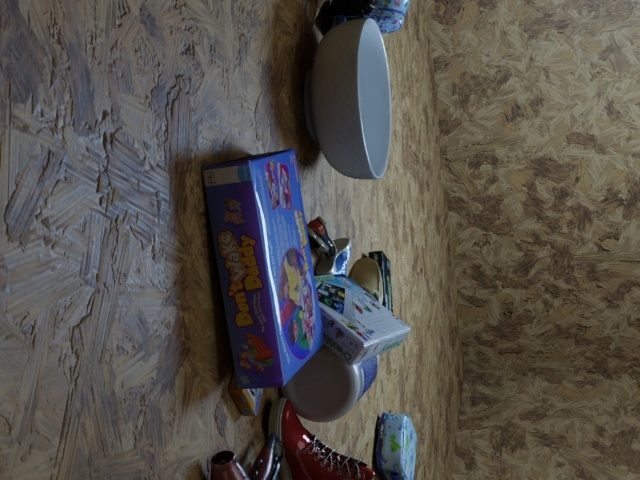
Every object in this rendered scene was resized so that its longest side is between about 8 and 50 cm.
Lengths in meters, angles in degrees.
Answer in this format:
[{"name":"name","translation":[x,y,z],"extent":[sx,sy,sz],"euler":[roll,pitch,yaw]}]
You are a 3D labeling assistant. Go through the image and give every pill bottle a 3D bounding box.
[{"name":"pill bottle","translation":[0.029,0.251,1.747],"extent":[0.265,0.153,0.153],"euler":[-16,105,-73]}]

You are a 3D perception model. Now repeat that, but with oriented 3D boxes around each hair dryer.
[{"name":"hair dryer","translation":[-0.116,0.399,1.405],"extent":[0.293,0.080,0.223],"euler":[65,15,-61]}]

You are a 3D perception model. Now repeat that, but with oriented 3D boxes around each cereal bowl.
[{"name":"cereal bowl","translation":[0.053,-0.295,1.879],"extent":[0.339,0.141,0.338],"euler":[0,90,-75]}]

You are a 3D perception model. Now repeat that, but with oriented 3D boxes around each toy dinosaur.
[{"name":"toy dinosaur","translation":[0.010,-0.533,1.882],"extent":[0.211,0.064,0.112],"euler":[-70,156,-51]}]

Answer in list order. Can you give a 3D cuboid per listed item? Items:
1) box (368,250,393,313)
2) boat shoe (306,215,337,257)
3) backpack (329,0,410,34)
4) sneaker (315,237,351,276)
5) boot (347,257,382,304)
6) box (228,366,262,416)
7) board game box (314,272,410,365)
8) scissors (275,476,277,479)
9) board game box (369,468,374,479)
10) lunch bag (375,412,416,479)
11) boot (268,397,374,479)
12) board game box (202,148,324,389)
[{"name":"box","translation":[0.165,0.135,2.397],"extent":[0.184,0.045,0.190],"euler":[53,33,-76]},{"name":"boat shoe","translation":[0.000,0.000,1.864],"extent":[0.043,0.049,0.137],"euler":[-40,149,-12]},{"name":"backpack","translation":[0.110,-0.501,1.986],"extent":[0.158,0.174,0.116],"euler":[140,-47,-83]},{"name":"sneaker","translation":[0.036,0.063,1.951],"extent":[0.152,0.058,0.084],"euler":[-62,142,-52]},{"name":"boot","translation":[0.096,0.131,2.032],"extent":[0.203,0.095,0.261],"euler":[92,10,-65]},{"name":"box","translation":[-0.114,0.212,1.470],"extent":[0.081,0.028,0.136],"euler":[71,25,-47]},{"name":"board game box","translation":[0.049,0.144,1.717],"extent":[0.053,0.193,0.305],"euler":[-55,162,13]},{"name":"scissors","translation":[-0.071,0.523,1.633],"extent":[0.297,0.021,0.109],"euler":[72,21,-50]},{"name":"board game box","translation":[0.124,0.700,2.301],"extent":[0.126,0.026,0.186],"euler":[-70,154,-53]},{"name":"lunch bag","translation":[0.215,0.597,2.514],"extent":[0.219,0.090,0.176],"euler":[65,27,-56]},{"name":"boot","translation":[0.005,0.382,1.614],"extent":[0.088,0.176,0.244],"euler":[-69,152,-50]},{"name":"board game box","translation":[-0.084,0.036,1.433],"extent":[0.233,0.078,0.346],"euler":[-32,114,-72]}]
